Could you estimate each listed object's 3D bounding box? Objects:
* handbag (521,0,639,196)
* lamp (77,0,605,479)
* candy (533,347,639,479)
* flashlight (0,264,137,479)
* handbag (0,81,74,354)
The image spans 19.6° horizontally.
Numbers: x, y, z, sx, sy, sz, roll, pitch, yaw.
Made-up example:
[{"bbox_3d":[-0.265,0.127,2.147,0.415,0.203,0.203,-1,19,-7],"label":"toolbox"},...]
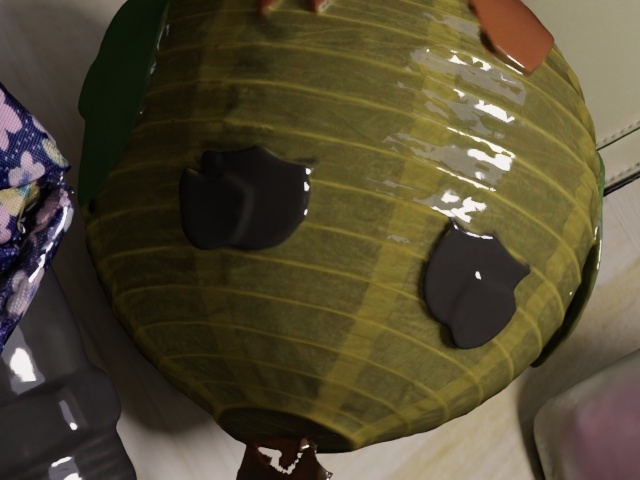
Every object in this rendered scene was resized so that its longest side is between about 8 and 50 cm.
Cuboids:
[{"bbox_3d":[0.177,-0.219,1.286,0.160,0.236,0.358,-20,83,-57],"label":"handbag"},{"bbox_3d":[0.000,0.000,0.855,0.250,0.250,0.284,29,68,-42],"label":"lamp"},{"bbox_3d":[0.313,0.145,1.229,0.358,0.208,0.145,10,51,-52],"label":"candy"},{"bbox_3d":[-0.081,0.173,0.728,0.103,0.103,0.424,-22,87,-60],"label":"flashlight"},{"bbox_3d":[-0.188,0.034,0.534,0.127,0.228,0.208,51,26,9],"label":"handbag"}]
